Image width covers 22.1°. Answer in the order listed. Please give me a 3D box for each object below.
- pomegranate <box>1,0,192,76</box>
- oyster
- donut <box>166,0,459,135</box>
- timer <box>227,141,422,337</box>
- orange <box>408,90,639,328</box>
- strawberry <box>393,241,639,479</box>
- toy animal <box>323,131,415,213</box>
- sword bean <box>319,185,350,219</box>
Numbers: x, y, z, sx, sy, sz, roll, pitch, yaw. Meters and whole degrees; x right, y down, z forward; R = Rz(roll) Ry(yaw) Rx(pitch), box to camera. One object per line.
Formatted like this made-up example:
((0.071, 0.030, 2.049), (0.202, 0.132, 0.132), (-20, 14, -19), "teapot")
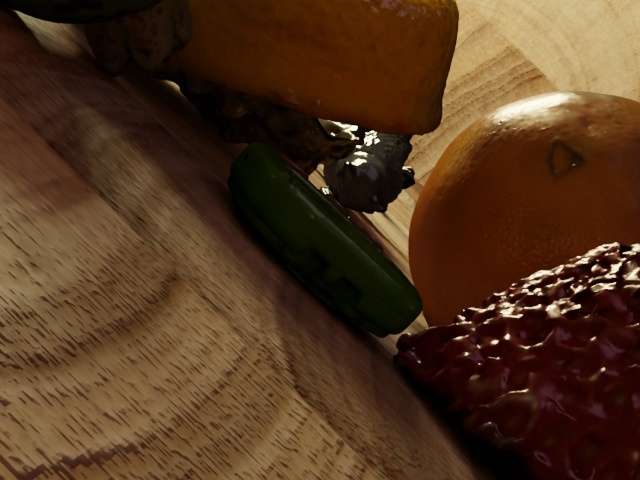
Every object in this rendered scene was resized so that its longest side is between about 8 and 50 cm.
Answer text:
((-0.127, -0.198, 0.961), (0.202, 0.202, 0.248), (50, -23, 39), "pomegranate")
((-0.057, -0.117, 1.279), (0.223, 0.083, 0.214), (20, 10, -31), "oyster")
((-0.034, -0.182, 1.189), (0.303, 0.110, 0.303), (20, 17, -6), "donut")
((0.000, 0.000, 1.015), (0.140, 0.047, 0.128), (43, 5, -17), "timer")
((0.200, 0.008, 1.289), (0.261, 0.261, 0.261), (44, 6, -6), "orange")
((0.173, 0.082, 1.034), (0.234, 0.178, 0.234), (38, 4, -3), "strawberry")
((0.062, -0.077, 1.625), (0.121, 0.117, 0.210), (50, 3, -13), "toy animal")
((0.013, -0.031, 1.477), (0.012, 0.012, 0.083), (42, 6, -26), "sword bean")
